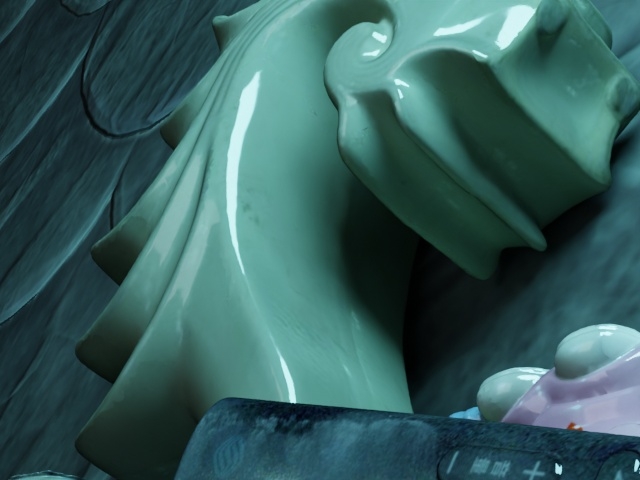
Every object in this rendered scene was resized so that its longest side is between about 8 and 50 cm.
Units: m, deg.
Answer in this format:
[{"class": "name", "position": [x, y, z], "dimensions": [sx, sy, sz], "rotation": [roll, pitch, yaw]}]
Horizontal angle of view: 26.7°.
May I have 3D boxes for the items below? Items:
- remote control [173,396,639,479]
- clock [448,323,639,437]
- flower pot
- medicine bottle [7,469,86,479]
[{"class": "remote control", "position": [0.071, 0.114, 0.454], "dimensions": [0.377, 0.044, 0.107], "rotation": [-2, 69, 48]}, {"class": "clock", "position": [0.093, 0.153, 0.527], "dimensions": [0.194, 0.100, 0.196], "rotation": [-36, 32, 36]}, {"class": "flower pot", "position": [0.000, 0.000, 0.745], "dimensions": [0.254, 0.164, 0.368], "rotation": [15, 73, 52]}, {"class": "medicine bottle", "position": [-0.171, 0.325, 0.736], "dimensions": [0.108, 0.108, 0.426], "rotation": [-38, 32, 27]}]
